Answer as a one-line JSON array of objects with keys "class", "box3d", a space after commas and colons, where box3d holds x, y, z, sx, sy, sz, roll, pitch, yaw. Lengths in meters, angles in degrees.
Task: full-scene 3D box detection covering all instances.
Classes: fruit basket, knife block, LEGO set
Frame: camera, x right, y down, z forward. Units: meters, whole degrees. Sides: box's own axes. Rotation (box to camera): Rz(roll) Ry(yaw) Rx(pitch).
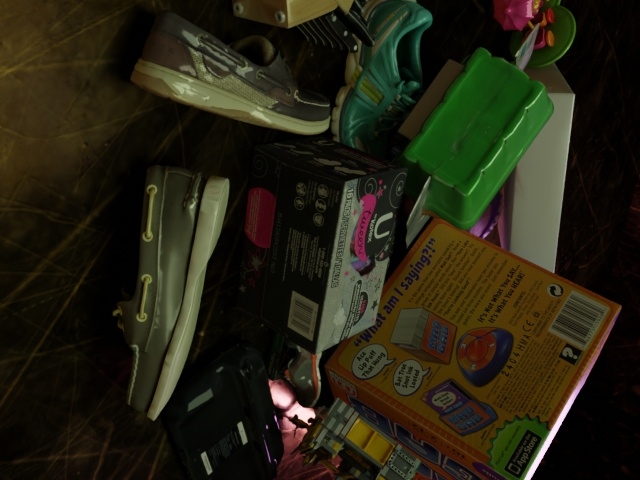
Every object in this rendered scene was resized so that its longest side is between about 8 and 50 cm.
[{"class": "fruit basket", "box3d": [0.215, -0.143, 1.089, 0.327, 0.165, 0.353, -55, 175, -1]}, {"class": "knife block", "box3d": [0.005, -0.348, 0.805, 0.242, 0.088, 0.275, -37, 138, -38]}, {"class": "LEGO set", "box3d": [-0.006, 0.389, 1.122, 0.255, 0.192, 0.331, -52, 179, -18]}]

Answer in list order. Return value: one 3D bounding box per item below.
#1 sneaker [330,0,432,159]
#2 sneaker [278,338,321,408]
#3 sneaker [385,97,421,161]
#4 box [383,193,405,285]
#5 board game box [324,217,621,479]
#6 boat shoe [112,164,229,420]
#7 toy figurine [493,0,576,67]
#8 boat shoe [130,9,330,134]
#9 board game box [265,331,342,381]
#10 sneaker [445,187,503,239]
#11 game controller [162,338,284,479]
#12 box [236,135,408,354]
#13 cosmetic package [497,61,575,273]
[{"class": "sneaker", "box3d": [0.089, -0.207, 0.996, 0.107, 0.110, 0.275, -21, 127, -48]}, {"class": "sneaker", "box3d": [-0.038, 0.203, 1.100, 0.065, 0.061, 0.157, -10, 122, -21]}, {"class": "sneaker", "box3d": [0.144, -0.159, 1.152, 0.073, 0.063, 0.162, -20, 126, -44]}, {"class": "box", "box3d": [0.064, 0.018, 1.126, 0.191, 0.045, 0.184, -27, 135, -54]}, {"class": "board game box", "box3d": [0.270, 0.249, 1.281, 0.356, 0.356, 0.356, -51, 154, -22]}, {"class": "boat shoe", "box3d": [-0.183, 0.062, 0.801, 0.109, 0.091, 0.304, -88, -166, -74]}, {"class": "toy figurine", "box3d": [0.382, -0.432, 1.288, 0.159, 0.130, 0.173, 21, 71, -48]}, {"class": "boat shoe", "box3d": [-0.078, -0.184, 0.783, 0.285, 0.103, 0.092, 2, 113, -49]}, {"class": "board game box", "box3d": [-0.013, 0.157, 1.164, 0.186, 0.026, 0.126, -6, 115, -53]}, {"class": "sneaker", "box3d": [0.294, -0.033, 1.428, 0.105, 0.095, 0.236, 4, 108, -48]}, {"class": "game controller", "box3d": [-0.139, 0.293, 1.057, 0.167, 0.067, 0.319, -29, 134, -24]}, {"class": "box", "box3d": [0.000, 0.000, 0.952, 0.142, 0.163, 0.247, -20, 126, -47]}, {"class": "cosmetic package", "box3d": [0.414, -0.138, 1.371, 0.284, 0.098, 0.377, -64, 155, -62]}]
